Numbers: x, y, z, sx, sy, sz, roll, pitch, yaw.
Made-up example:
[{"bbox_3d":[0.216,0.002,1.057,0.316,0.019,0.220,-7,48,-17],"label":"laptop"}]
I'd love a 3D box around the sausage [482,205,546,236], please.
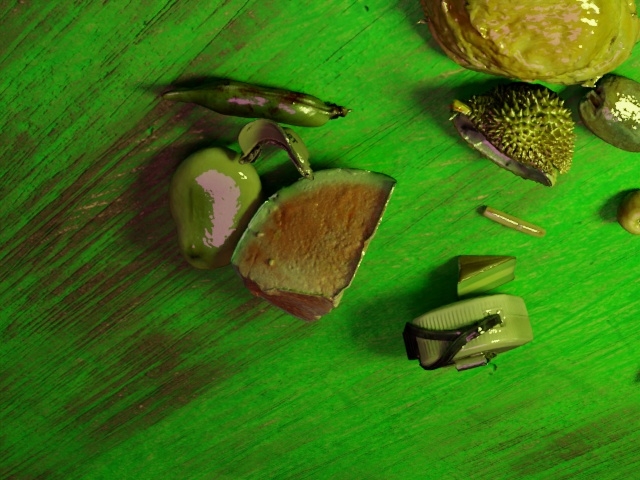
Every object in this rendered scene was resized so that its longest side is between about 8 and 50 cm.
[{"bbox_3d":[0.371,-0.034,1.985,0.132,0.024,0.024,21,133,-10],"label":"sausage"}]

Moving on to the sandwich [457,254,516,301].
[{"bbox_3d":[0.331,0.079,2.065,0.116,0.074,0.074,0,134,9],"label":"sandwich"}]

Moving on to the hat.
[{"bbox_3d":[-0.072,-0.179,1.829,0.147,0.085,0.175,17,160,11],"label":"hat"}]

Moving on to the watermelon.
[{"bbox_3d":[-0.027,-0.010,1.939,0.222,0.292,0.319,23,174,-5],"label":"watermelon"}]

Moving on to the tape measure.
[{"bbox_3d":[0.272,0.199,2.087,0.271,0.133,0.231,-17,168,27],"label":"tape measure"}]

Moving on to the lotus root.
[{"bbox_3d":[0.526,-0.206,1.754,0.192,0.088,0.113,28,125,-18],"label":"lotus root"}]

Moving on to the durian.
[{"bbox_3d":[0.322,-0.203,1.744,0.237,0.193,0.138,29,90,-32],"label":"durian"}]

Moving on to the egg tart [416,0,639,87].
[{"bbox_3d":[0.309,-0.361,1.596,0.339,0.153,0.352,-7,131,19],"label":"egg tart"}]

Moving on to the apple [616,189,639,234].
[{"bbox_3d":[0.586,-0.050,1.903,0.084,0.071,0.084,4,134,4],"label":"apple"}]

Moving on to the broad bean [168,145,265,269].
[{"bbox_3d":[-0.199,-0.059,1.984,0.189,0.121,0.263,9,132,1],"label":"broad bean"}]

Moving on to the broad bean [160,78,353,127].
[{"bbox_3d":[-0.111,-0.243,1.827,0.338,0.061,0.077,10,173,0],"label":"broad bean"}]
